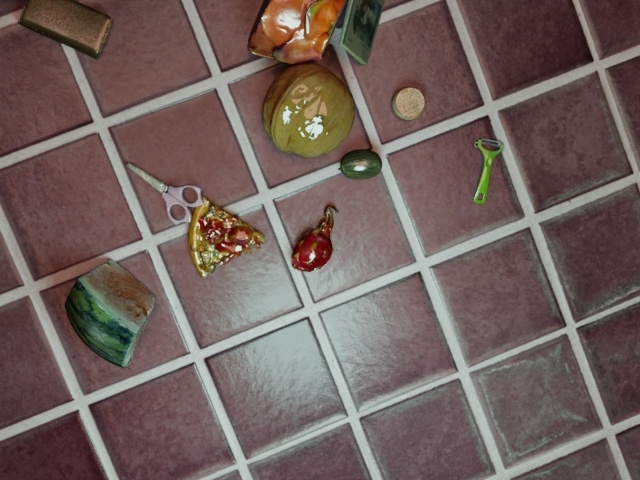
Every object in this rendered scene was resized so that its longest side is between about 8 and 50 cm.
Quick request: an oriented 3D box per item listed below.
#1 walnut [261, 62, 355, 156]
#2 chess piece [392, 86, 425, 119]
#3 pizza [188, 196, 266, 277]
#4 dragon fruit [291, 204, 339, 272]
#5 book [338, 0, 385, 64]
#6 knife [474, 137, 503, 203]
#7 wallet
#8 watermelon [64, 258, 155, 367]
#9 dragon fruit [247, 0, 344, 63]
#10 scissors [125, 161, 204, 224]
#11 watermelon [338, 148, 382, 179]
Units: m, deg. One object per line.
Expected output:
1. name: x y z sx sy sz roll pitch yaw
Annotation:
1. walnut: -0.031 -0.306 1.840 0.228 0.228 0.227 0 94 -5
2. chess piece: 0.221 -0.344 1.940 0.084 0.038 0.083 0 94 -3
3. pizza: -0.231 -0.014 1.909 0.193 0.053 0.200 -7 94 -5
4. dragon fruit: 0.000 0.000 1.919 0.094 0.094 0.190 35 78 -6
5. book: 0.111 -0.577 1.837 0.025 0.215 0.282 16 95 19
6. knife: 0.419 -0.176 1.977 0.078 0.022 0.166 11 92 -1
7. wallet: -0.610 -0.526 1.854 0.198 0.031 0.110 23 91 -6
8. watermelon: -0.481 0.165 1.838 0.213 0.262 0.201 42 61 -3
9. dragon fruit: -0.033 -0.538 1.788 0.189 0.290 0.290 23 91 -12
10. scissors: -0.388 -0.129 1.893 0.212 0.021 0.110 35 97 4
11. watermelon: 0.098 -0.188 1.917 0.111 0.078 0.078 -3 94 -3
